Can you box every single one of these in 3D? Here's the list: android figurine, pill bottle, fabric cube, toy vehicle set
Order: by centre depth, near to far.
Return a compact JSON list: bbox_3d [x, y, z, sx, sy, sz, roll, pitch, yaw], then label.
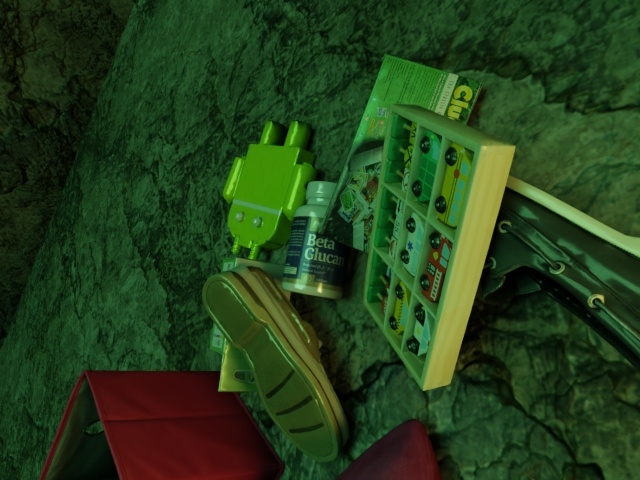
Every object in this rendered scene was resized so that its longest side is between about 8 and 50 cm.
[{"bbox_3d":[0.108,0.003,0.487,0.166,0.035,0.266,-125,35,-57],"label":"toy vehicle set"},{"bbox_3d":[0.000,0.000,0.683,0.094,0.094,0.169,2,80,46],"label":"pill bottle"},{"bbox_3d":[-0.267,0.383,0.725,0.259,0.258,0.254,35,105,45],"label":"fabric cube"},{"bbox_3d":[-0.102,-0.095,0.850,0.248,0.056,0.272,19,91,47],"label":"android figurine"}]

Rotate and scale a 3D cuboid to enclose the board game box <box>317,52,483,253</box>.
[{"bbox_3d":[0.105,-0.106,0.603,0.136,0.030,0.259,22,95,12],"label":"board game box"}]

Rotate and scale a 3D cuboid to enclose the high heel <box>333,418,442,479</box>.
[{"bbox_3d":[0.014,0.370,0.582,0.377,0.127,0.181,-37,25,38],"label":"high heel"}]

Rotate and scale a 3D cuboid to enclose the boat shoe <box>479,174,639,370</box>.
[{"bbox_3d":[0.209,0.025,0.437,0.340,0.127,0.113,37,93,36],"label":"boat shoe"}]

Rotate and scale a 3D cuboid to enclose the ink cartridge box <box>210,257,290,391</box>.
[{"bbox_3d":[-0.116,0.139,0.746,0.062,0.109,0.209,-10,71,55],"label":"ink cartridge box"}]

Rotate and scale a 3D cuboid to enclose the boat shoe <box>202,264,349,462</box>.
[{"bbox_3d":[-0.045,0.163,0.650,0.113,0.103,0.302,-37,82,34],"label":"boat shoe"}]
